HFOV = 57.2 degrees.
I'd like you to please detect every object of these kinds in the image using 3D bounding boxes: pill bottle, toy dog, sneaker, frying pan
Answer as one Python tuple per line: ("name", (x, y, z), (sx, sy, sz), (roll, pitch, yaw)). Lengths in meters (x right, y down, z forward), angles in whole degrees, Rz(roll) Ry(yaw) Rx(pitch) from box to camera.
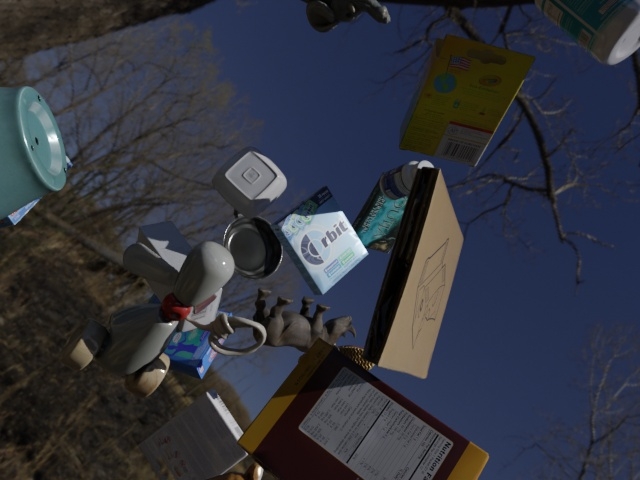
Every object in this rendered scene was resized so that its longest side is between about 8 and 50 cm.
("pill bottle", (0.544, -0.491, 1.198), (0.264, 0.146, 0.146), (55, -20, 23))
("toy dog", (-0.262, 0.110, 0.963), (0.161, 0.334, 0.220), (-100, 163, -56))
("sneaker", (0.042, 0.284, 1.420), (0.084, 0.186, 0.069), (5, 83, -80))
("pill bottle", (0.185, -0.130, 1.245), (0.067, 0.067, 0.120), (58, -31, -9))
("frying pan", (-0.242, -0.028, 1.725), (0.326, 0.197, 0.053), (53, -35, -11))

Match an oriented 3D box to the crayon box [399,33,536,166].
("crayon box", (0.322, -0.325, 1.334), (0.202, 0.081, 0.318), (13, -39, -5))

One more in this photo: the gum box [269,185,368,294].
("gum box", (0.000, 0.000, 1.287), (0.041, 0.157, 0.184), (-10, -64, 57))

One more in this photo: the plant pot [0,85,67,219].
("plant pot", (-0.591, -0.149, 0.996), (0.271, 0.255, 0.271), (167, -90, -87))

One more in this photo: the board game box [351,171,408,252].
("board game box", (0.154, -0.061, 1.382), (0.186, 0.126, 0.026), (-60, -146, 23))

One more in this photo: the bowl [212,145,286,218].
("bowl", (-0.160, -0.140, 1.341), (0.142, 0.142, 0.053), (44, -19, 3))

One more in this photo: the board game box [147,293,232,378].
("board game box", (-0.325, 0.211, 1.332), (0.210, 0.160, 0.047), (13, -42, 19))

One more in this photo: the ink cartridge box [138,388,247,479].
("ink cartridge box", (-0.302, 0.502, 1.429), (0.181, 0.225, 0.056), (53, 8, 12))

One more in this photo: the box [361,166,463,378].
("box", (0.094, 0.044, 0.548), (0.021, 0.164, 0.201), (14, -11, 22))

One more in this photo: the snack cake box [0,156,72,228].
("snack cake box", (-0.707, -0.160, 1.347), (0.089, 0.264, 0.152), (-13, -56, 20))

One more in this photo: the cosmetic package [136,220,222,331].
("cosmetic package", (-0.313, 0.074, 1.275), (0.231, 0.085, 0.117), (49, -45, 30))

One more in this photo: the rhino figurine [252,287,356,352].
("rhino figurine", (-0.027, 0.168, 1.149), (0.243, 0.106, 0.073), (16, 5, -33))

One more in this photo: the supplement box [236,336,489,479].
("supplement box", (0.044, 0.235, 0.610), (0.194, 0.129, 0.191), (32, -22, 21))

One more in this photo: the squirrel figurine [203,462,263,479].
("squirrel figurine", (-0.153, 0.543, 0.979), (0.370, 0.281, 0.397), (-108, -177, -46))

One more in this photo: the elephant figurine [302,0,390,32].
("elephant figurine", (0.027, -0.596, 1.444), (0.239, 0.169, 0.186), (44, 17, -27))
